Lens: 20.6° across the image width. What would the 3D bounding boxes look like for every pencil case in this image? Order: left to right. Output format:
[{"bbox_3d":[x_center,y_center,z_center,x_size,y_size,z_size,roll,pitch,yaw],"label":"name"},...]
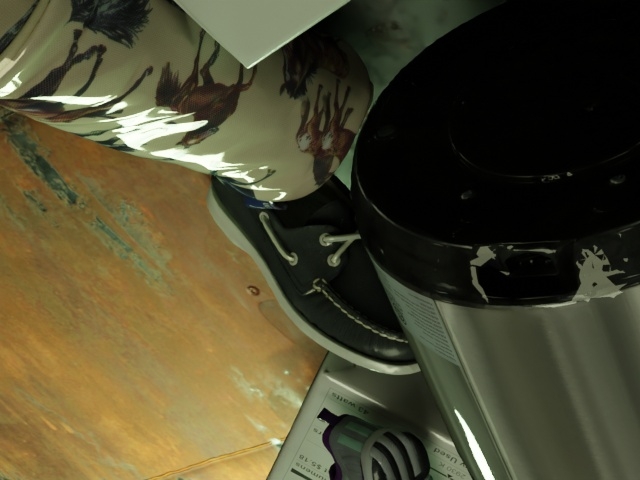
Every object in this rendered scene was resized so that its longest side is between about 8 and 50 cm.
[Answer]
[{"bbox_3d":[-0.142,-0.139,1.385,0.183,0.160,0.410,-24,156,31],"label":"pencil case"}]

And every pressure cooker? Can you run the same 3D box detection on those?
[{"bbox_3d":[0.245,0.046,1.369,0.375,0.370,0.420,-12,126,19],"label":"pressure cooker"}]

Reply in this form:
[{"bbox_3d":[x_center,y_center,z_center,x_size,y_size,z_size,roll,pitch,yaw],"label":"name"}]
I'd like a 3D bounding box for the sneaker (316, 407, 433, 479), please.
[{"bbox_3d":[0.059,0.238,1.560,0.098,0.083,0.224,25,140,42],"label":"sneaker"}]

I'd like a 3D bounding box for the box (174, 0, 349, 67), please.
[{"bbox_3d":[0.033,-0.309,1.230,0.168,0.215,0.345,42,134,-20],"label":"box"}]

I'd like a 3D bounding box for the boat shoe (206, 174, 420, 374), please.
[{"bbox_3d":[0.000,0.000,1.558,0.302,0.114,0.091,40,135,32],"label":"boat shoe"}]

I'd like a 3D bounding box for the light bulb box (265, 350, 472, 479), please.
[{"bbox_3d":[0.144,0.232,1.710,0.358,0.225,0.361,28,139,3],"label":"light bulb box"}]
